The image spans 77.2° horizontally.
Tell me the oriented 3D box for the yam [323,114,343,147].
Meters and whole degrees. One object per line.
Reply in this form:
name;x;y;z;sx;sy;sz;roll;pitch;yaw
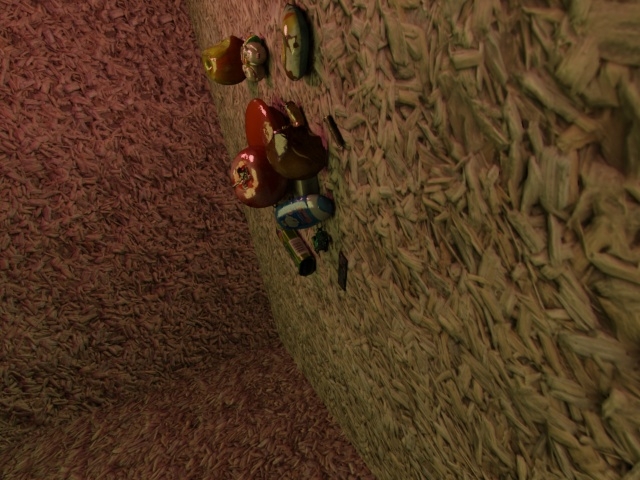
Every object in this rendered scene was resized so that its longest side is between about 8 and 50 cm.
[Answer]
yam;0.045;-0.362;1.351;0.033;0.027;0.129;-32;70;31

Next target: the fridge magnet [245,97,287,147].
fridge magnet;-0.255;-0.486;1.895;0.363;0.155;0.363;48;148;44

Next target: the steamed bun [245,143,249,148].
steamed bun;-0.335;-0.491;2.167;0.218;0.145;0.210;134;117;-69

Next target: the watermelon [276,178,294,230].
watermelon;-0.143;-0.149;1.841;0.154;0.095;0.240;57;-149;-53

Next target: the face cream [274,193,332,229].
face cream;-0.062;-0.118;1.648;0.264;0.083;0.149;-16;127;38

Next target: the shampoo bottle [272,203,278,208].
shampoo bottle;-0.270;-0.270;2.123;0.322;0.084;0.129;55;158;-13

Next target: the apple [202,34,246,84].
apple;-0.486;-0.931;2.064;0.246;0.227;0.246;53;154;40

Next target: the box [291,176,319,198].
box;-0.068;-0.227;1.734;0.135;0.079;0.269;-136;32;-56

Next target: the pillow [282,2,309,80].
pillow;-0.094;-0.680;1.397;0.233;0.086;0.213;98;160;-58

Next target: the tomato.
tomato;-0.255;-0.275;1.731;0.271;0.227;0.269;11;106;41

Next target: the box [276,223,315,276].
box;-0.138;0.040;2.167;0.345;0.097;0.134;-126;24;-43

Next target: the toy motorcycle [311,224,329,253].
toy motorcycle;0.000;0.000;1.789;0.173;0.058;0.100;120;136;-69

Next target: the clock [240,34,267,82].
clock;-0.300;-0.819;1.821;0.230;0.104;0.144;105;152;-57

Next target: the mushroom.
mushroom;-0.068;-0.390;1.529;0.208;0.233;0.301;-5;59;62

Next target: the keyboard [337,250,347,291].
keyboard;0.092;0.134;1.715;0.067;0.011;0.202;55;156;40
